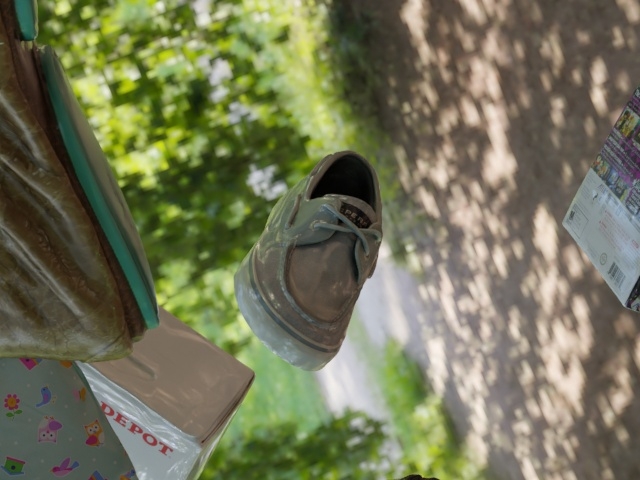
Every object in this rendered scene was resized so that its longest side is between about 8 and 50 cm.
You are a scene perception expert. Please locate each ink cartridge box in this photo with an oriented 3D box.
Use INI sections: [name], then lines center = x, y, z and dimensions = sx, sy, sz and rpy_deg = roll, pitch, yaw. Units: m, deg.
[ink cartridge box]
center = -0.210, 0.183, 1.300
dimensions = 0.207, 0.117, 0.283
rpy_deg = 34, 130, 5

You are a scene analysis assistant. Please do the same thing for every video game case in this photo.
[video game case]
center = 0.371, -0.056, 1.566
dimensions = 0.232, 0.042, 0.210
rpy_deg = -110, 43, -65

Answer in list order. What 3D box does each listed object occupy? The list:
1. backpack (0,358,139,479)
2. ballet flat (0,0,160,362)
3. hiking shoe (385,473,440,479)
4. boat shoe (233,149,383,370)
[backpack]
center = -0.212, 0.153, 1.005
dimensions = 0.115, 0.152, 0.182
rpy_deg = -19, 100, 53
[ballet flat]
center = -0.157, -0.078, 0.552
dimensions = 0.116, 0.124, 0.342
rpy_deg = -113, 10, -50
[hiking shoe]
center = 0.069, 0.253, 0.669
dimensions = 0.304, 0.132, 0.113
rpy_deg = 61, -156, -17
[boat shoe]
center = 0.001, 0.000, 0.918
dimensions = 0.079, 0.081, 0.227
rpy_deg = 34, -156, -11
